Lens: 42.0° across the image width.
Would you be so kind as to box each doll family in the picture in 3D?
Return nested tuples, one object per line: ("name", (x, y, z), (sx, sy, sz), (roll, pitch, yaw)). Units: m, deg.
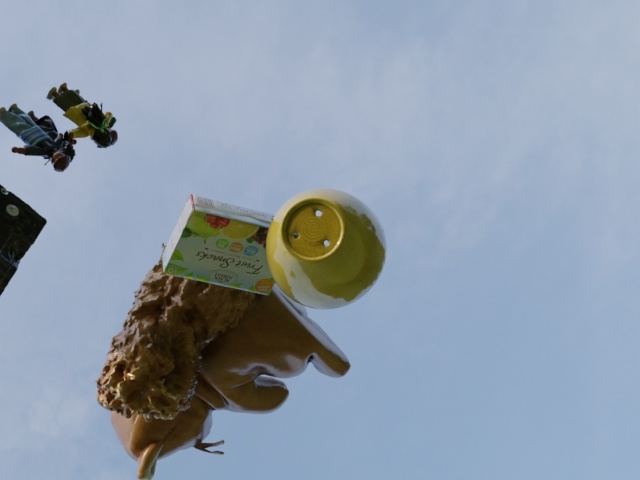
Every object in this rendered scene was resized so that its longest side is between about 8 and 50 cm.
("doll family", (-0.337, -0.144, 1.102), (0.111, 0.076, 0.193), (46, -133, 4))

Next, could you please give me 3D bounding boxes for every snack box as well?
("snack box", (-0.108, 0.007, 1.007), (0.141, 0.037, 0.100), (14, -56, -26))

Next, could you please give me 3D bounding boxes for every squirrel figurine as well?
("squirrel figurine", (-0.212, 0.185, 1.302), (0.370, 0.281, 0.397), (-41, -30, 6))

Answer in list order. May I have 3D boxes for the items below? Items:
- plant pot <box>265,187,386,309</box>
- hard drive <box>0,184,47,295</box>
("plant pot", (0.000, 0.000, 0.879), (0.134, 0.095, 0.134), (-2, -103, 8))
("hard drive", (-0.513, -0.044, 0.970), (0.064, 0.237, 0.339), (-35, -63, 30))
